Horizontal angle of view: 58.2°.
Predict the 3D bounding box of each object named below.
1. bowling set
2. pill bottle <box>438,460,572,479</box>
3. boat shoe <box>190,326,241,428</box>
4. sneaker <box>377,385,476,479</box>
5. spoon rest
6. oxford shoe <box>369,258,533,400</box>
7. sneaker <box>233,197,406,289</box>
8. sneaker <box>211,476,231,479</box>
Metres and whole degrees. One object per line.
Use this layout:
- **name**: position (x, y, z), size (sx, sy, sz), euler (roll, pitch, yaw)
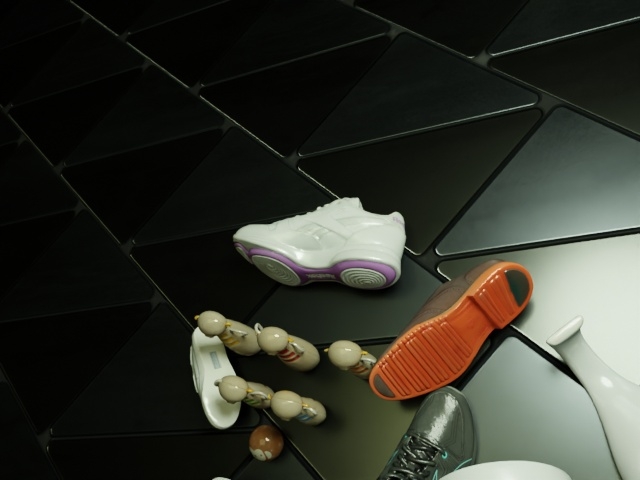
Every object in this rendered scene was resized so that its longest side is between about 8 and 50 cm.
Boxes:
- **bowling set**: position (-0.065, 0.225, 0.855), size (0.287, 0.154, 0.200), euler (3, 68, 26)
- **pill bottle**: position (0.215, 0.428, 0.564), size (0.204, 0.204, 0.361), euler (-17, 42, 16)
- **boat shoe**: position (-0.184, 0.233, 0.962), size (0.184, 0.066, 0.063), euler (62, 143, 30)
- **sneaker**: position (0.130, 0.317, 0.754), size (0.101, 0.106, 0.267), euler (14, 72, 31)
- **spoon rest**: position (0.394, 0.218, 0.709), size (0.137, 0.084, 0.276), euler (-39, 70, 5)
- **oxford shoe**: position (0.178, 0.127, 0.831), size (0.271, 0.097, 0.098), euler (-36, 14, -4)
- **sneaker**: position (0.000, 0.000, 0.975), size (0.305, 0.114, 0.152), euler (6, 56, 22)
- **sneaker**: position (-0.089, 0.444, 0.798), size (0.235, 0.094, 0.153), euler (21, 68, 20)
